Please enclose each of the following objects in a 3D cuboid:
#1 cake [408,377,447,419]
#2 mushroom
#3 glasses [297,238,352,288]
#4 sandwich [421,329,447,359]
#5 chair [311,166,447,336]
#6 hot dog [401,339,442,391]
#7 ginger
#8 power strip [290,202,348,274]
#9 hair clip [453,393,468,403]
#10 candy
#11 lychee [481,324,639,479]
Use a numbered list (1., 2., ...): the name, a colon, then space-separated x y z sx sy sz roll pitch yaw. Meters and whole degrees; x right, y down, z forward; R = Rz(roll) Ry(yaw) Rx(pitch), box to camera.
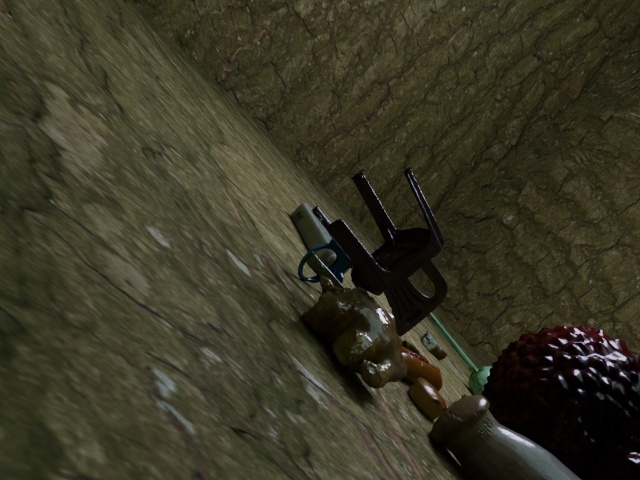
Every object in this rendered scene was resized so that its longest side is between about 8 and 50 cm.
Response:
1. cake: 0.213 0.313 1.275 0.084 0.044 0.084 47 5 -5
2. mushroom: 0.373 0.441 1.117 0.407 0.154 0.137 46 48 6
3. glasses: 0.042 0.122 1.270 0.239 0.102 0.207 41 37 -49
4. sandwich: 0.354 0.326 2.063 0.093 0.036 0.105 44 8 -30
5. chair: 0.136 0.048 1.149 0.326 0.175 0.183 56 -12 -18
6. hot dog: 0.195 0.263 1.371 0.236 0.062 0.092 38 15 -49
7. ginger: 0.056 0.144 1.043 0.157 0.102 0.216 -4 50 -50
8. power strip: 0.000 0.000 1.674 0.098 0.058 0.338 44 7 -28
9. hair clip: 0.382 0.429 1.631 0.072 0.046 0.173 61 14 25
10. candy: 0.444 0.354 2.095 0.440 0.119 0.119 49 7 1
11. lychee: 0.598 0.416 1.505 0.424 0.424 0.500 45 4 -19
